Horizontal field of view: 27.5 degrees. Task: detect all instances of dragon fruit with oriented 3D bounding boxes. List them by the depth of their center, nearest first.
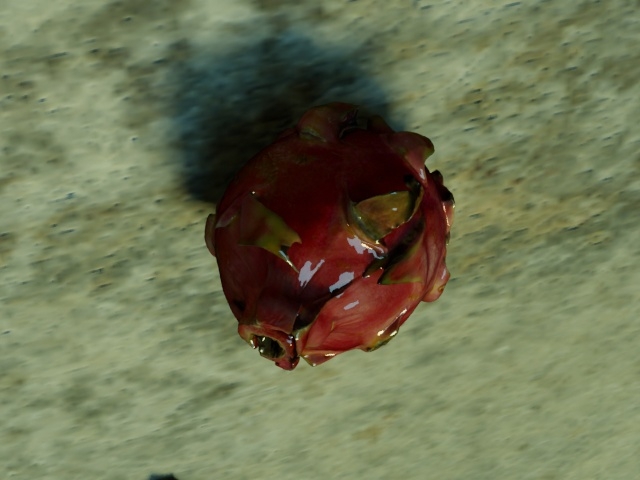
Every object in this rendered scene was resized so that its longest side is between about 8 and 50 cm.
[{"bbox_3d":[0.000,0.000,0.699,0.133,0.166,0.136,17,133,20],"label":"dragon fruit"}]
